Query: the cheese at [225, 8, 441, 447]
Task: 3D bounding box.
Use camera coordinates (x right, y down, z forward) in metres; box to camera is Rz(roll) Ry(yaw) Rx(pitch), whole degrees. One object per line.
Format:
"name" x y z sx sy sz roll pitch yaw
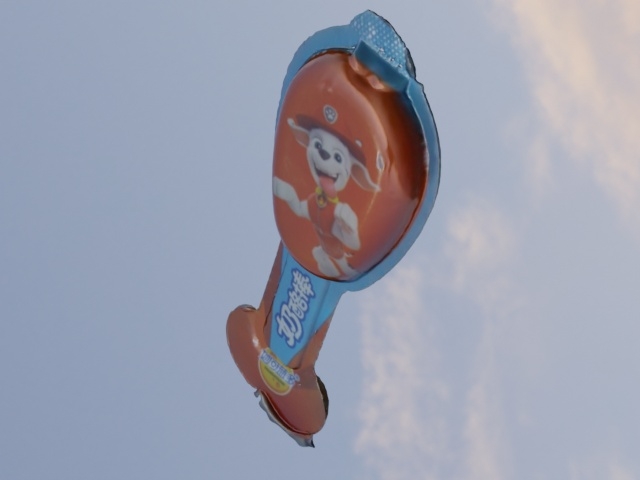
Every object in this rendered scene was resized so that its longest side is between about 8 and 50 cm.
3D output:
"cheese" 0.000 0.000 0.672 0.037 0.256 0.106 -20 -128 -39
